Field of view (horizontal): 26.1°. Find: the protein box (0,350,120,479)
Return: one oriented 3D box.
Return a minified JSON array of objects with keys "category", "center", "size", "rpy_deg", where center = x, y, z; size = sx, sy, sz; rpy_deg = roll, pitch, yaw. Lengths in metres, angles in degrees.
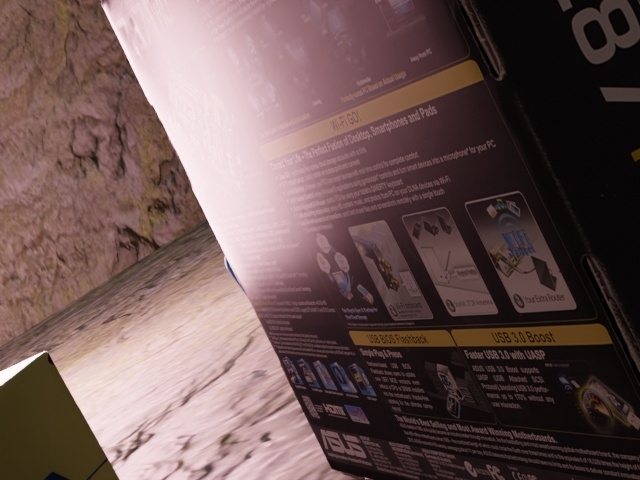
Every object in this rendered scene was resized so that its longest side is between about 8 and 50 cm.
[{"category":"protein box","center":[-0.268,0.199,0.913],"size":[0.201,0.136,0.200],"rpy_deg":[-25,8,21]}]

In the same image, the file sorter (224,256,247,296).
[{"category":"file sorter","center":[0.000,0.000,1.342],"size":[0.118,0.104,0.170],"rpy_deg":[-34,-5,-39]}]

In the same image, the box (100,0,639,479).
[{"category":"box","center":[0.039,-0.029,0.635],"size":[0.097,0.318,0.395],"rpy_deg":[-31,6,-19]}]
